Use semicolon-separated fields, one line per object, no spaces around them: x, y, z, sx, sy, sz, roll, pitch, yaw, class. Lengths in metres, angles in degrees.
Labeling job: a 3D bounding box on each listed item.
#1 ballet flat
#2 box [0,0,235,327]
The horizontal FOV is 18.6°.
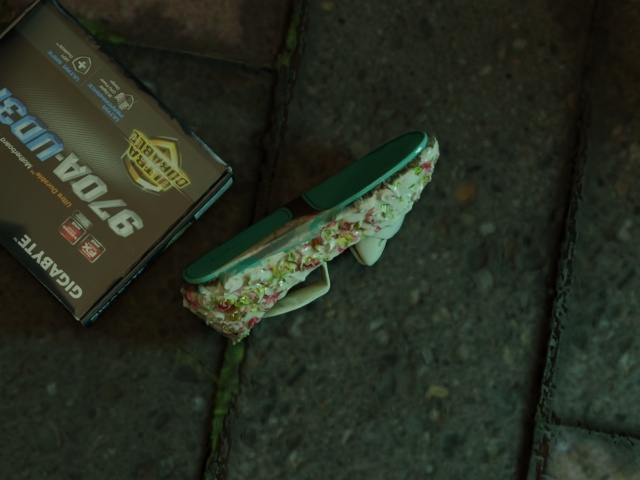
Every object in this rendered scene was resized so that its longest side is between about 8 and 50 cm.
0.000;0.000;1.569;0.241;0.091;0.077;-31;112;0;ballet flat
-0.206;-0.066;1.586;0.220;0.051;0.175;45;84;6;box
